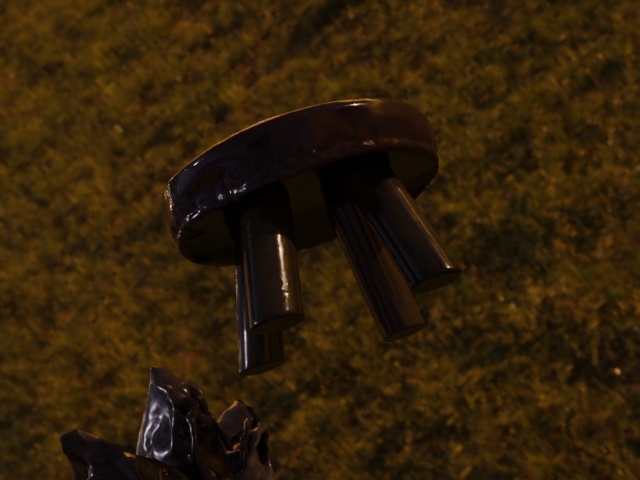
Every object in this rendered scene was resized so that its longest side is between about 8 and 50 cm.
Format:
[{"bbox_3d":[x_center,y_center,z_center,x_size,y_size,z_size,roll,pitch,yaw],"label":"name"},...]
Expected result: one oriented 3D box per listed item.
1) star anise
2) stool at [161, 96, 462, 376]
[{"bbox_3d":[-0.104,0.264,1.098,0.117,0.332,0.332,-17,38,32],"label":"star anise"},{"bbox_3d":[0.000,0.000,1.242,0.272,0.272,0.178,-27,70,28],"label":"stool"}]
